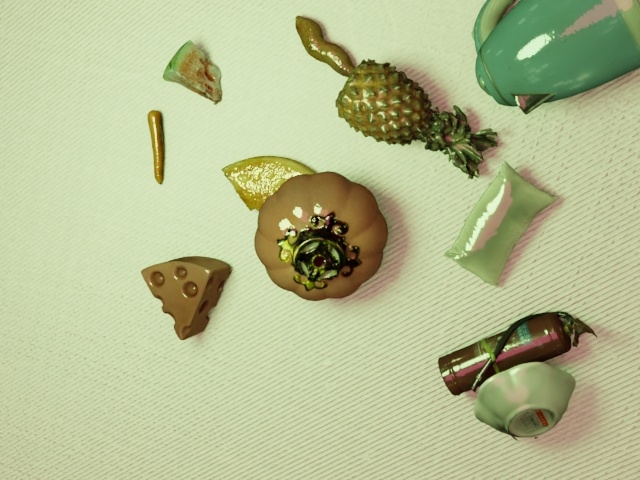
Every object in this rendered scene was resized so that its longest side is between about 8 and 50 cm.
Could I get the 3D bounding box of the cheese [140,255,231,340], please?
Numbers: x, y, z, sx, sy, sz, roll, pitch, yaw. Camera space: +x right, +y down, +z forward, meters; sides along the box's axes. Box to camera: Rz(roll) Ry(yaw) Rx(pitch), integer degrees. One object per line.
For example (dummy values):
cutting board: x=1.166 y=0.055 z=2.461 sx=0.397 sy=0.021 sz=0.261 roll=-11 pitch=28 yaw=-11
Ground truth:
cheese: x=-0.348 y=0.112 z=1.990 sx=0.177 sy=0.128 sz=0.203 roll=30 pitch=108 yaw=15

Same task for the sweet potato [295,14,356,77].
sweet potato: x=0.011 y=-0.439 z=1.847 sx=0.218 sy=0.051 sz=0.065 roll=47 pitch=105 yaw=9

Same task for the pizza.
pizza: x=-0.112 y=-0.137 z=1.917 sx=0.271 sy=0.056 sz=0.134 roll=-1 pitch=93 yaw=15

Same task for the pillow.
pillow: x=0.395 y=-0.032 z=1.751 sx=0.144 sy=0.078 sz=0.254 roll=31 pitch=105 yaw=3

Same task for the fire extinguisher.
fire extinguisher: x=0.429 y=0.243 z=1.742 sx=0.341 sy=0.141 sz=0.105 roll=-26 pitch=119 yaw=19

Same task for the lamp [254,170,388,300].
lamp: x=0.000 y=0.000 z=1.782 sx=0.305 sy=0.239 sz=0.305 roll=1 pitch=114 yaw=2

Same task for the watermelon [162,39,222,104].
watermelon: x=-0.304 y=-0.412 z=1.928 sx=0.158 sy=0.121 sz=0.098 roll=30 pitch=82 yaw=9

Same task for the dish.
dish: x=0.445 y=0.364 z=1.709 sx=0.229 sy=0.081 sz=0.229 roll=-3 pitch=128 yaw=-4

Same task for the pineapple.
pineapple: x=0.211 y=-0.257 z=1.757 sx=0.361 sy=0.175 sz=0.175 roll=33 pitch=105 yaw=-3

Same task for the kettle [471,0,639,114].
kettle: x=0.467 y=-0.429 z=1.627 sx=0.342 sy=0.247 sz=0.319 roll=-27 pitch=56 yaw=27

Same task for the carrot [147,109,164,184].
carrot: x=-0.412 y=-0.234 z=2.016 sx=0.037 sy=0.037 sz=0.190 roll=-2 pitch=96 yaw=18
